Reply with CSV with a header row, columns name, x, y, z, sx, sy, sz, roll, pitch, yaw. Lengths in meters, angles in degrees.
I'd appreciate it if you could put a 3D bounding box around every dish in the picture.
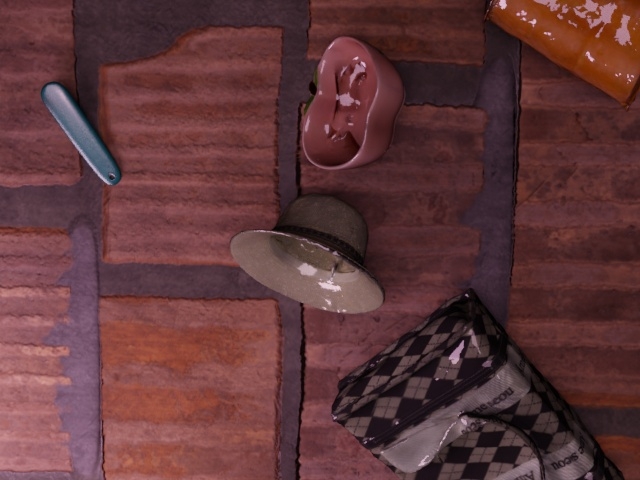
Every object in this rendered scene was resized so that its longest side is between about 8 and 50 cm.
name,x,y,z,sx,sy,sz,roll,pitch,yaw
dish,0.062,-0.202,1.869,0.090,0.213,0.213,8,102,-32

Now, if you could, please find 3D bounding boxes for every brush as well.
name,x,y,z,sx,sy,sz,roll,pitch,yaw
brush,-0.380,-0.172,1.950,0.043,0.032,0.193,-32,108,3

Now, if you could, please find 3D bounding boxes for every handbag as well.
name,x,y,z,sx,sy,sz,roll,pitch,yaw
handbag,0.244,0.332,1.938,0.316,0.180,0.416,-38,101,17

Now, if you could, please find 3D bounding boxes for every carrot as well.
name,x,y,z,sx,sy,sz,roll,pitch,yaw
carrot,0.392,-0.335,1.826,0.254,0.196,0.196,28,100,9

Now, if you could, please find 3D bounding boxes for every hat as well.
name,x,y,z,sx,sy,sz,roll,pitch,yaw
hat,0.000,0.000,1.889,0.257,0.257,0.130,24,68,-1
